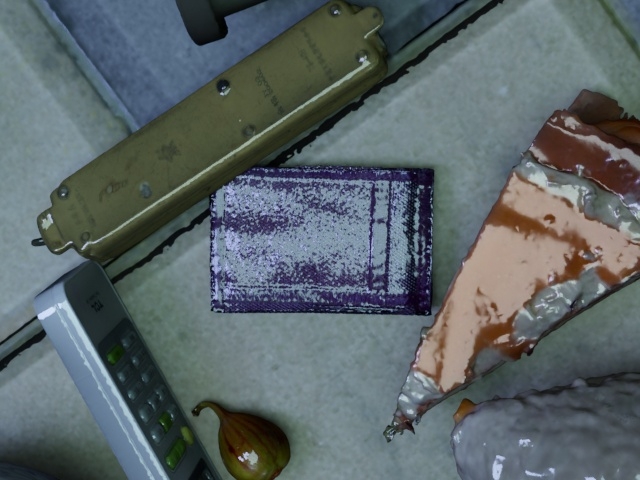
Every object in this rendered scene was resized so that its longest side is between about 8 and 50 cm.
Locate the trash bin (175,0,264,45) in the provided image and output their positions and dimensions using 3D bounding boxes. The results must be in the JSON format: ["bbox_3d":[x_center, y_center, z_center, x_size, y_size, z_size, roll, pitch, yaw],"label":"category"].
[{"bbox_3d":[0.005,-0.268,1.052,0.250,0.220,0.219,-18,100,1],"label":"trash bin"}]

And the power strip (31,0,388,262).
[{"bbox_3d":[-0.079,-0.073,1.166,0.305,0.044,0.064,-33,72,9],"label":"power strip"}]

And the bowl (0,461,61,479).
[{"bbox_3d":[-0.248,0.286,1.203,0.287,0.144,0.287,1,101,5],"label":"bowl"}]

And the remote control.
[{"bbox_3d":[-0.127,0.135,1.186,0.034,0.103,0.250,-26,96,12],"label":"remote control"}]

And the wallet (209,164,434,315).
[{"bbox_3d":[0.000,0.000,1.186,0.165,0.030,0.111,0,101,5],"label":"wallet"}]

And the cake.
[{"bbox_3d":[0.147,0.038,1.146,0.135,0.098,0.287,36,101,-2],"label":"cake"}]

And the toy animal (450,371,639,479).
[{"bbox_3d":[0.252,0.203,1.119,0.358,0.188,0.226,36,101,-8],"label":"toy animal"}]

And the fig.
[{"bbox_3d":[-0.062,0.147,1.215,0.083,0.050,0.050,38,102,17],"label":"fig"}]
